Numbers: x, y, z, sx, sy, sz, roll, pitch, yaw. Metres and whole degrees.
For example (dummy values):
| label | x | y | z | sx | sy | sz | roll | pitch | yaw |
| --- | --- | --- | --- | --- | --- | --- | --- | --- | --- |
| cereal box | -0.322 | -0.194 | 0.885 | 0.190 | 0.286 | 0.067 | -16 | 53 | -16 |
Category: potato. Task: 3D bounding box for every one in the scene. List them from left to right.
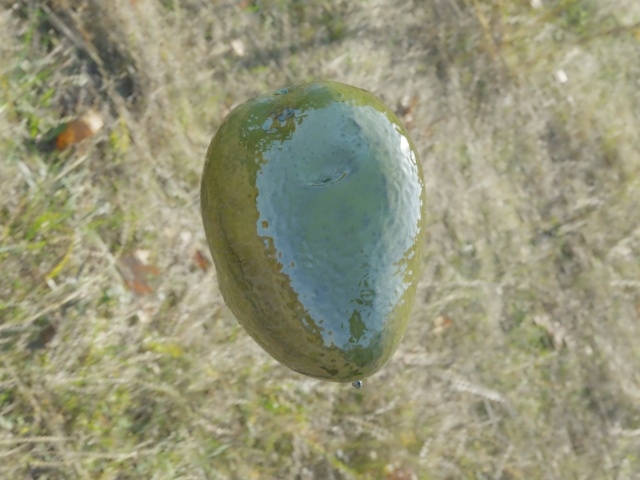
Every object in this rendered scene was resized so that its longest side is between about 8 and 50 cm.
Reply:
| label | x | y | z | sx | sy | sz | roll | pitch | yaw |
| --- | --- | --- | --- | --- | --- | --- | --- | --- | --- |
| potato | 0.000 | 0.000 | 0.995 | 0.159 | 0.174 | 0.251 | -26 | 107 | -68 |
